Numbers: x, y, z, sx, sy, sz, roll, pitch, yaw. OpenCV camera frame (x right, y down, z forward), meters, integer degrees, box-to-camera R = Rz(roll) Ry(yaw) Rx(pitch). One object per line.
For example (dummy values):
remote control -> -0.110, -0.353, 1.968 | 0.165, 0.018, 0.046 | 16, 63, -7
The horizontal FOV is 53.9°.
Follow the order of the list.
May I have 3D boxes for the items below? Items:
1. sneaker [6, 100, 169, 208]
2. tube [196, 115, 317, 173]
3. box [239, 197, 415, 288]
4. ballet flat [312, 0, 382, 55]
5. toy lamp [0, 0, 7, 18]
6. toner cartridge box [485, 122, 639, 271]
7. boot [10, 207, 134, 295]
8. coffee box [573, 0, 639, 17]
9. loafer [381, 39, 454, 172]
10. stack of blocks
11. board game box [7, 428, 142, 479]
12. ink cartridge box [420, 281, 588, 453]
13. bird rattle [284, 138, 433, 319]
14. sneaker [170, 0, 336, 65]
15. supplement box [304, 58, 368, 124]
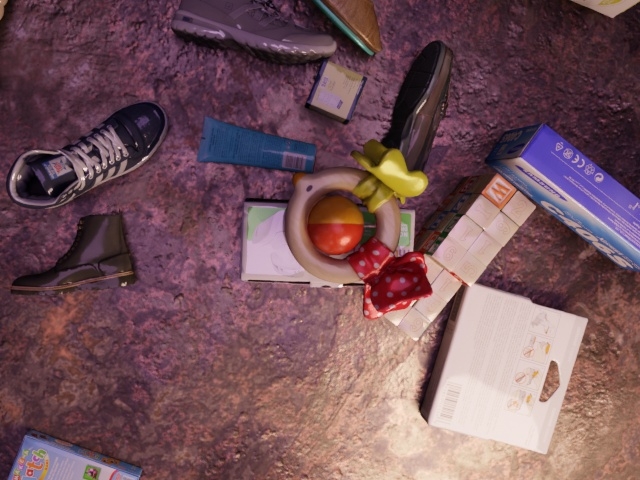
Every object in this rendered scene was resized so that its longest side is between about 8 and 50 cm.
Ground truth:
sneaker -> -0.378, -0.139, 1.029 | 0.282, 0.153, 0.099 | -34, 97, -2
tube -> -0.110, -0.161, 1.111 | 0.207, 0.052, 0.080 | 11, 88, -1
box -> 0.000, 0.000, 1.040 | 0.261, 0.231, 0.127 | 3, 94, -5
ballet flat -> -0.006, -0.463, 1.061 | 0.342, 0.116, 0.124 | 38, 105, -2
toy lamp -> -0.530, -0.395, 1.034 | 0.080, 0.080, 0.275 | 17, 94, -7
toner cartridge box -> 0.470, -0.068, 1.115 | 0.347, 0.165, 0.075 | 36, 90, -7
boot -> -0.430, 0.022, 1.084 | 0.197, 0.077, 0.137 | -7, 90, -18
coffee box -> 0.449, -0.605, 0.971 | 0.334, 0.338, 0.338 | 22, 93, -1
loafer -> 0.179, -0.215, 1.123 | 0.084, 0.096, 0.268 | 18, 100, -26
stack of blocks -> 0.216, 0.026, 1.093 | 0.087, 0.171, 0.297 | 39, 90, -7
board game box -> -0.450, 0.450, 1.124 | 0.211, 0.039, 0.160 | 23, 92, -8
ink cartridge box -> 0.341, 0.235, 1.178 | 0.238, 0.060, 0.275 | 16, 92, -8
bird rattle -> 0.054, -0.014, 0.891 | 0.206, 0.143, 0.254 | 2, 103, 6
sneaker -> -0.106, -0.374, 1.063 | 0.281, 0.105, 0.115 | 12, 93, -6
supplement box -> 0.027, -0.260, 1.110 | 0.083, 0.056, 0.083 | 22, 92, -7
